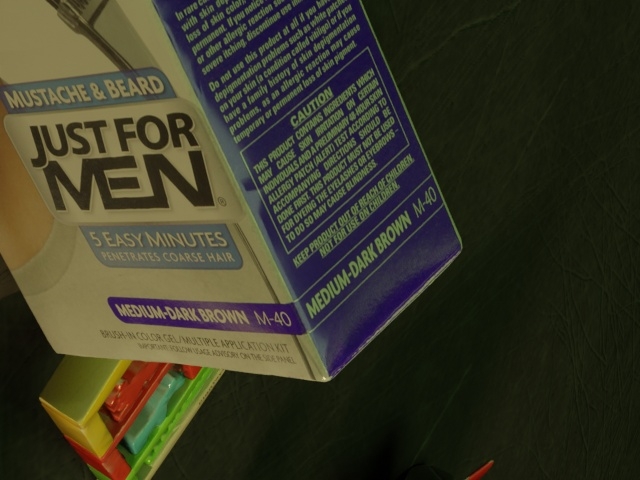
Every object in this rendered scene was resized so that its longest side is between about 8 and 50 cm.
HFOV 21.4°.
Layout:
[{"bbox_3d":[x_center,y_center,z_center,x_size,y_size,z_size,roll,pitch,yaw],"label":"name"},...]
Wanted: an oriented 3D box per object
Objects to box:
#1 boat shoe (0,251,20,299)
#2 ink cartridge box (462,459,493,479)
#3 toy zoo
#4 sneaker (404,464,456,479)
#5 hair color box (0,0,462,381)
[{"bbox_3d":[-0.145,-0.020,0.863,0.335,0.112,0.095,-41,138,-43],"label":"boat shoe"},{"bbox_3d":[0.088,0.302,1.447,0.134,0.078,0.231,-28,155,-44],"label":"ink cartridge box"},{"bbox_3d":[-0.084,0.045,0.994,0.192,0.030,0.293,-56,169,-15],"label":"toy zoo"},{"bbox_3d":[0.070,0.250,1.486,0.152,0.054,0.061,-19,129,-54],"label":"sneaker"},{"bbox_3d":[-0.095,-0.111,0.678,0.110,0.185,0.338,-41,118,-36],"label":"hair color box"}]
